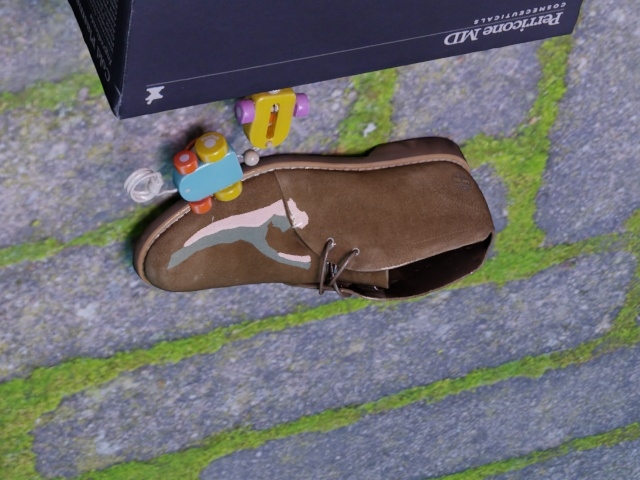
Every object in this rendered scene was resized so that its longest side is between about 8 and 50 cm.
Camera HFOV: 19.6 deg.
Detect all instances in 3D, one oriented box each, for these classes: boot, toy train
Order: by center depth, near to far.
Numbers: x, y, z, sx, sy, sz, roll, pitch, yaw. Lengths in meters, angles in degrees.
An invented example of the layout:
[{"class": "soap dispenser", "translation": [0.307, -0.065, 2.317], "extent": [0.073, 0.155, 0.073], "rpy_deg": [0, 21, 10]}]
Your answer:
[{"class": "toy train", "translation": [-0.083, -0.098, 1.423], "extent": [0.125, 0.046, 0.166], "rpy_deg": [17, 120, -41]}, {"class": "boot", "translation": [0.000, 0.000, 1.525], "extent": [0.305, 0.115, 0.112], "rpy_deg": [-13, 142, -16]}]

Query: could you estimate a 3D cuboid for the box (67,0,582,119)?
[{"class": "box", "translation": [0.018, -0.264, 1.152], "extent": [0.343, 0.179, 0.312], "rpy_deg": [-12, 148, -20]}]
